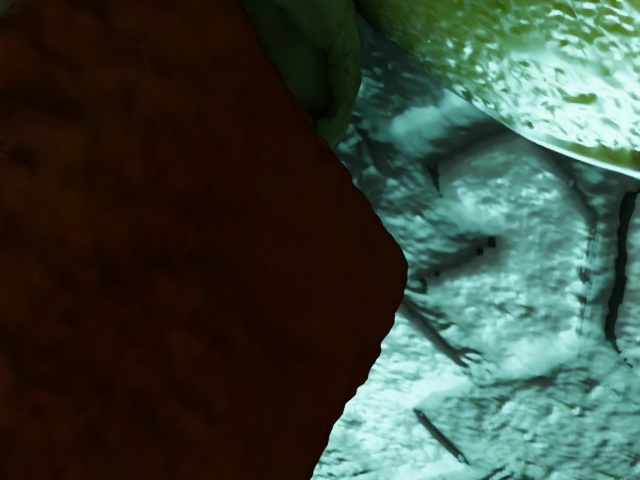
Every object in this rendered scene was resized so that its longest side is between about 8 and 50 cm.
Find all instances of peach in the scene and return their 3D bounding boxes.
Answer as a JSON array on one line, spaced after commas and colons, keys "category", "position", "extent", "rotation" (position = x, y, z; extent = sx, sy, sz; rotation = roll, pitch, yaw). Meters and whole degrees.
[{"category": "peach", "position": [0.087, -0.122, 0.699], "extent": [0.279, 0.068, 0.189], "rotation": [32, 153, 29]}]

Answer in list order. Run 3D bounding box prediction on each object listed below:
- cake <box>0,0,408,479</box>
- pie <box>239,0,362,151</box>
[{"category": "cake", "position": [-0.155, 0.018, 0.744], "extent": [0.319, 0.270, 0.269], "rotation": [5, 141, 49]}, {"category": "pie", "position": [-0.098, -0.129, 0.805], "extent": [0.274, 0.055, 0.274], "rotation": [27, 152, 16]}]
